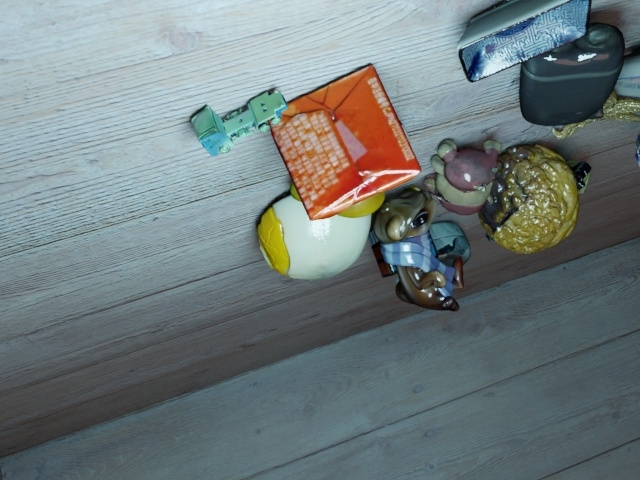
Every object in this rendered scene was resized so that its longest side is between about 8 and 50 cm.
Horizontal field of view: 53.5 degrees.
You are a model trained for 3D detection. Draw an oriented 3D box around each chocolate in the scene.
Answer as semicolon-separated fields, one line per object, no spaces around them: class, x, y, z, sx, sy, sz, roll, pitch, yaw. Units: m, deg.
chocolate;0.047;-0.181;1.244;0.235;0.237;0.108;-25;169;7

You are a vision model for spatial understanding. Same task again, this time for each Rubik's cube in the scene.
Rubik's cube;0.251;0.013;1.973;0.162;0.160;0.163;-20;175;-6

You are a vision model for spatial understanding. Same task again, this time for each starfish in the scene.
starfish;0.759;-0.352;1.691;0.303;0.060;0.299;-4;165;-1

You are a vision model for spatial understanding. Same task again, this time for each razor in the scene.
razor;0.551;-0.354;1.420;0.205;0.113;0.349;-2;164;16

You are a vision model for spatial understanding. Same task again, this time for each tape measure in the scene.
tape measure;0.386;0.039;2.245;0.275;0.147;0.256;-17;157;-1

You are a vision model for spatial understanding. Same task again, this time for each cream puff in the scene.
cream puff;0.581;-0.118;1.856;0.231;0.326;0.343;-15;-163;-23

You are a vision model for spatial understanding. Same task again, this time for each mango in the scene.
mango;0.042;-0.124;1.501;0.228;0.136;0.099;7;170;-8

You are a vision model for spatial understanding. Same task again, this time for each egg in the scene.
egg;0.000;0.000;1.669;0.338;0.200;0.337;-14;163;-4

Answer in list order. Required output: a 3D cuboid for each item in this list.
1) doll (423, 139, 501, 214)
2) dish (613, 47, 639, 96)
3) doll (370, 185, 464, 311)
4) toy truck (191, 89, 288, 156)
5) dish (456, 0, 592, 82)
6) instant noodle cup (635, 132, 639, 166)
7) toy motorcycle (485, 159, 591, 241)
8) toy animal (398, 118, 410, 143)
doll;0.384;-0.170;1.714;0.152;0.196;0.255;-55;164;-20
dish;0.827;-0.431;1.530;0.274;0.133;0.273;4;-177;0
doll;0.272;0.024;1.743;0.209;0.339;0.318;-27;-167;-3
toy truck;-0.149;-0.226;1.167;0.175;0.067;0.081;-25;158;9
dish;0.372;-0.403;1.194;0.243;0.080;0.182;-20;166;17
instant noodle cup;1.057;-0.334;1.846;0.284;0.284;0.312;-29;151;20
toy motorcycle;0.720;-0.135;2.079;0.237;0.168;0.410;-27;168;-49
toy animal;0.109;-0.199;1.384;0.179;0.138;0.166;-19;166;-2
